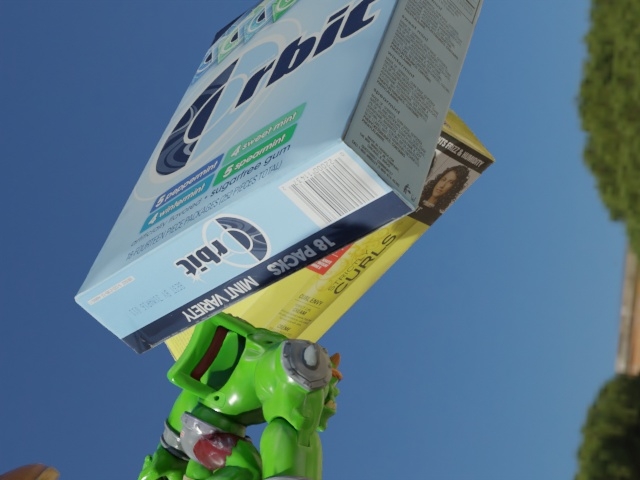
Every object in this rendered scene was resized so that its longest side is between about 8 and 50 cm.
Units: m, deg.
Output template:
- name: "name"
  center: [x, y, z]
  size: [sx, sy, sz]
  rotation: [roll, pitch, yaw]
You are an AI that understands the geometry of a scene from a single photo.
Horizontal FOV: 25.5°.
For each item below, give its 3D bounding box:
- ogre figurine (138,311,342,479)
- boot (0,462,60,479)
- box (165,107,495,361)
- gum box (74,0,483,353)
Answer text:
- name: "ogre figurine"
  center: [-0.043, 0.104, 0.775]
  size: [0.197, 0.097, 0.118]
  rotation: [164, 122, -84]
- name: "boot"
  center: [-0.341, 0.177, 0.914]
  size: [0.295, 0.211, 0.104]
  rotation: [-39, -9, -16]
- name: "box"
  center: [0.000, 0.000, 0.923]
  size: [0.232, 0.058, 0.087]
  rotation: [-45, -36, 16]
- name: "gum box"
  center: [-0.010, -0.055, 0.585]
  size: [0.041, 0.157, 0.184]
  rotation: [43, -137, -21]
